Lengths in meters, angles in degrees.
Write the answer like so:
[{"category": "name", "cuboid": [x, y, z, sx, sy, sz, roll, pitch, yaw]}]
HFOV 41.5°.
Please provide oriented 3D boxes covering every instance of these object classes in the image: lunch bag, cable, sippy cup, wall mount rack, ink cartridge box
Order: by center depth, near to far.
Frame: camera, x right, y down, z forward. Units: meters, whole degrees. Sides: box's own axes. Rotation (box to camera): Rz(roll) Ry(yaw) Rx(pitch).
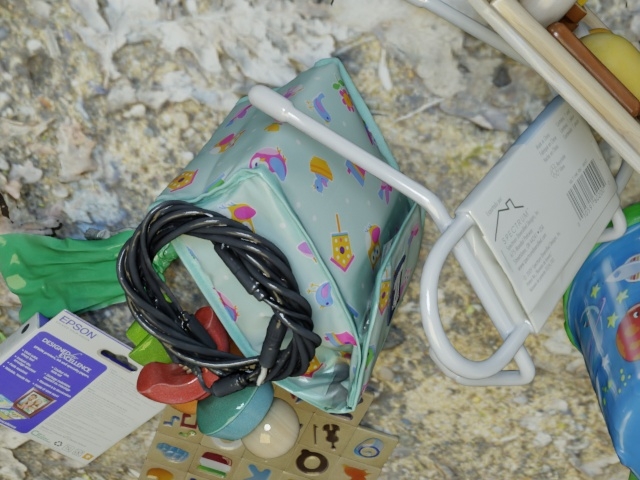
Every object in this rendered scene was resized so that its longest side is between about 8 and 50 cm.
[{"category": "cable", "cuboid": [-0.083, 0.050, 0.684, 0.151, 0.047, 0.184, -10, 116, 29]}, {"category": "wall mount rack", "cuboid": [0.121, -0.060, 0.699, 0.130, 0.350, 0.304, -11, 118, 49]}, {"category": "sippy cup", "cuboid": [0.345, 0.109, 0.772, 0.240, 0.224, 0.305, -26, 112, 26]}, {"category": "lunch bag", "cuboid": [0.000, 0.000, 0.789, 0.160, 0.223, 0.262, -19, 115, 31]}, {"category": "ink cartridge box", "cuboid": [-0.296, 0.174, 1.031, 0.208, 0.045, 0.206, -36, 127, 20]}]

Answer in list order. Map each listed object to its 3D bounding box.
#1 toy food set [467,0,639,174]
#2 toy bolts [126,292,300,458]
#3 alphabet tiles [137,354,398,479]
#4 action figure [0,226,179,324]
[{"category": "toy food set", "cuboid": [0.222, -0.169, 0.635, 0.306, 0.219, 0.092, 42, 122, -12]}, {"category": "toy bolts", "cuboid": [-0.080, 0.117, 0.874, 0.218, 0.228, 0.158, -45, 109, 2]}, {"category": "alphabet tiles", "cuboid": [-0.074, 0.285, 1.086, 0.285, 0.011, 0.342, 19, 123, -8]}, {"category": "action figure", "cuboid": [-0.255, 0.031, 0.965, 0.232, 0.063, 0.137, -11, 116, 24]}]
